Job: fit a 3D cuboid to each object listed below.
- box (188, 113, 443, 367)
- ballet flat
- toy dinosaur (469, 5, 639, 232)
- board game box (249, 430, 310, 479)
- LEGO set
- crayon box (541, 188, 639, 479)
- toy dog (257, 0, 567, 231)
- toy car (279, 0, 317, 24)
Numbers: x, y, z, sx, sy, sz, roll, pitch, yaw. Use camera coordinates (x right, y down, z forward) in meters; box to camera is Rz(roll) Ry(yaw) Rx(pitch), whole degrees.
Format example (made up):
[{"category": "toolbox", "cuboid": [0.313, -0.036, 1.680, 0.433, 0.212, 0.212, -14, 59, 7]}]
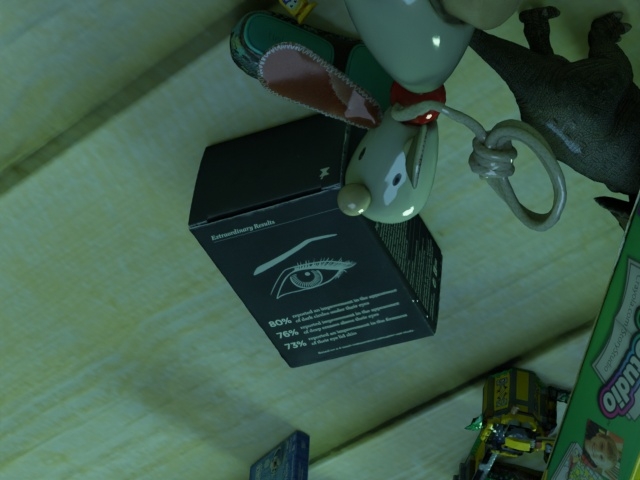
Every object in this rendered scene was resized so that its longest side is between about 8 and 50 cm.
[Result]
[{"category": "box", "cuboid": [0.000, 0.000, 1.606, 0.153, 0.108, 0.207, -14, 132, 22]}, {"category": "ballet flat", "cuboid": [0.009, -0.139, 1.504, 0.188, 0.070, 0.070, 25, 134, -14]}, {"category": "toy dinosaur", "cuboid": [0.221, -0.102, 1.431, 0.121, 0.160, 0.313, -25, 128, 30]}, {"category": "board game box", "cuboid": [-0.046, 0.260, 1.894, 0.020, 0.090, 0.090, 27, 133, -24]}, {"category": "LEGO set", "cuboid": [0.273, 0.290, 1.805, 0.331, 0.192, 0.255, 19, 135, -12]}, {"category": "crayon box", "cuboid": [0.372, 0.069, 1.456, 0.313, 0.106, 0.363, -2, 120, -30]}, {"category": "toy dog", "cuboid": [0.049, -0.130, 1.346, 0.220, 0.161, 0.334, 20, 130, 42]}, {"category": "toy car", "cuboid": [-0.012, -0.222, 1.419, 0.040, 0.060, 0.122, 44, 126, 9]}]
